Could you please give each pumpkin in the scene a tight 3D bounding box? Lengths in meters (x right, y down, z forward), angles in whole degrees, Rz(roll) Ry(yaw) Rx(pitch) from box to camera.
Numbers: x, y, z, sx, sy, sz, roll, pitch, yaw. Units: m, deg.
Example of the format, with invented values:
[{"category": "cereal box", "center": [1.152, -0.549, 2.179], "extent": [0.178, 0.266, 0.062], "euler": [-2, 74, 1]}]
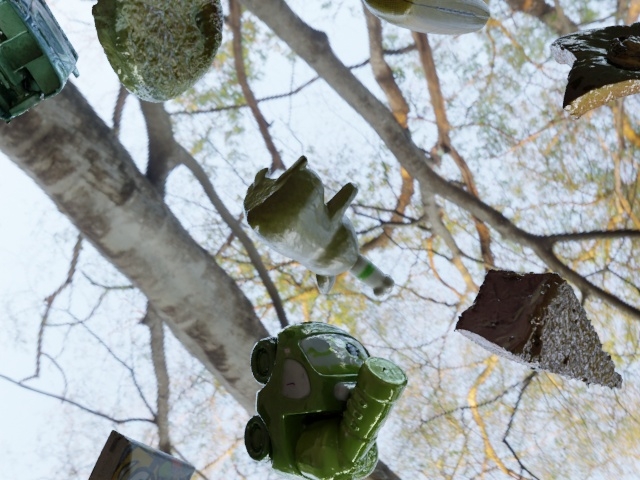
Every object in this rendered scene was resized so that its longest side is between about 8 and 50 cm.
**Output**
[{"category": "pumpkin", "center": [0.583, -0.322, 1.393], "extent": [0.290, 0.095, 0.258], "euler": [-2, -135, 13]}]

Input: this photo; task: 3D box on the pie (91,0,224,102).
[{"category": "pie", "center": [-0.258, -0.364, 1.218], "extent": [0.078, 0.277, 0.277], "euler": [12, -107, 31]}]

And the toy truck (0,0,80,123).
[{"category": "toy truck", "center": [-0.243, -0.097, 0.488], "extent": [0.175, 0.067, 0.081], "euler": [-24, -156, 11]}]

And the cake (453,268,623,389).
[{"category": "cake", "center": [0.286, 0.121, 0.941], "extent": [0.116, 0.295, 0.113], "euler": [15, -103, 44]}]

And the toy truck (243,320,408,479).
[{"category": "toy truck", "center": [0.011, 0.205, 0.891], "extent": [0.210, 0.148, 0.187], "euler": [23, -78, 52]}]

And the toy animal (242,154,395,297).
[{"category": "toy animal", "center": [-0.001, -0.019, 1.552], "extent": [0.181, 0.363, 0.180], "euler": [-14, -128, 40]}]

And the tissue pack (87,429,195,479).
[{"category": "tissue pack", "center": [-0.151, 0.203, 0.633], "extent": [0.035, 0.083, 0.063], "euler": [5, -114, 42]}]

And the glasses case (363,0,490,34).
[{"category": "glasses case", "center": [0.127, -0.278, 0.888], "extent": [0.079, 0.234, 0.064], "euler": [28, -66, 27]}]
